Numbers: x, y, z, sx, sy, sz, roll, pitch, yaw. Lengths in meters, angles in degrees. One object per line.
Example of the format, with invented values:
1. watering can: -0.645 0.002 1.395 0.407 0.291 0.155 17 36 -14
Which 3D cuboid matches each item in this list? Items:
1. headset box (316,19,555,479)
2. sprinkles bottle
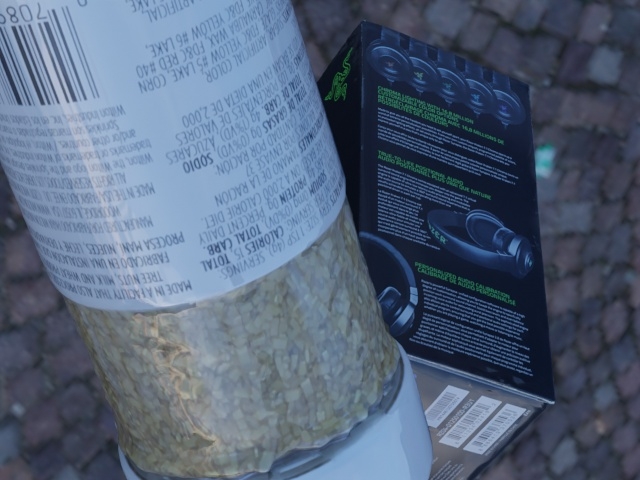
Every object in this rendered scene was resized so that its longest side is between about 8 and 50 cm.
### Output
1. headset box: 0.027 0.036 1.102 0.131 0.283 0.246 19 137 -18
2. sprinkles bottle: -0.057 -0.044 0.610 0.121 0.121 0.355 -31 121 -23
